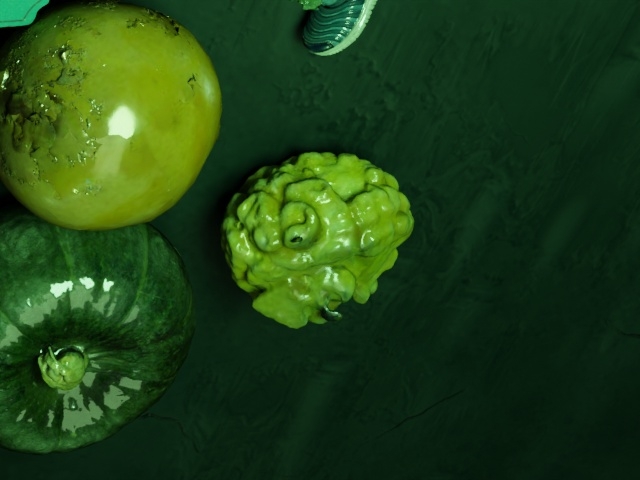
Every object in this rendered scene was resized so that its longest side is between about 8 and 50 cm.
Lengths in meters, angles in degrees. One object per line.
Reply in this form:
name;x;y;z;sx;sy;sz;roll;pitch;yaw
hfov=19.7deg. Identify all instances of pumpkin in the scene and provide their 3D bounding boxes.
pumpkin;-0.278;0.094;1.983;0.300;0.207;0.300;-11;124;-17

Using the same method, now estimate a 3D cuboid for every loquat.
loquat;-0.216;-0.125;1.802;0.235;0.235;0.235;-12;133;-14

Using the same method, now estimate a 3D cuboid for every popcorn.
popcorn;-0.003;-0.001;2.047;0.218;0.169;0.189;-4;129;-13

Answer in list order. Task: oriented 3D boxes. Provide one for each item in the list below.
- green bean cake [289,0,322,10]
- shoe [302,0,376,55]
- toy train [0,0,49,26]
green bean cake;-0.059;-0.307;1.693;0.208;0.193;0.107;44;99;0
shoe;0.017;-0.255;1.905;0.071;0.064;0.143;12;121;-33
toy train;-0.319;-0.285;1.703;0.154;0.107;0.198;-8;132;-28
